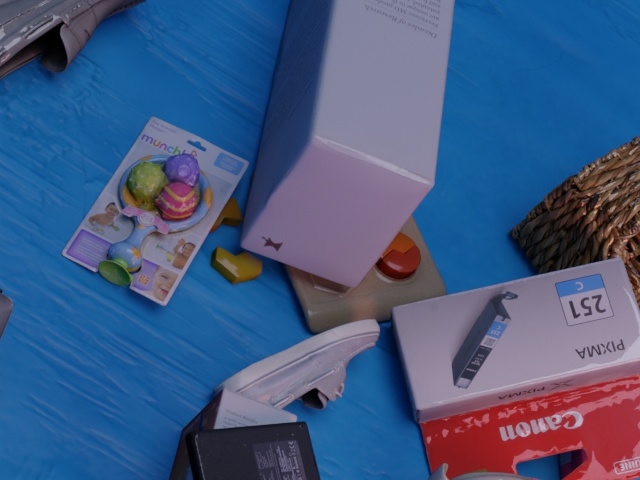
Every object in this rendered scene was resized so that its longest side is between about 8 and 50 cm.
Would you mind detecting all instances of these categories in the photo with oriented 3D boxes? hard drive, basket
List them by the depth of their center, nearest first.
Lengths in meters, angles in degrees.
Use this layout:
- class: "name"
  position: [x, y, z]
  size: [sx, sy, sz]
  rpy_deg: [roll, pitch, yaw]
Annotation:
- class: "hard drive"
  position: [-0.067, 0.237, 1.566]
  size: [0.135, 0.022, 0.094]
  rpy_deg: [-1, 64, -30]
- class: "basket"
  position: [0.451, -0.014, 2.030]
  size: [0.299, 0.213, 0.223]
  rpy_deg: [-23, 75, -35]

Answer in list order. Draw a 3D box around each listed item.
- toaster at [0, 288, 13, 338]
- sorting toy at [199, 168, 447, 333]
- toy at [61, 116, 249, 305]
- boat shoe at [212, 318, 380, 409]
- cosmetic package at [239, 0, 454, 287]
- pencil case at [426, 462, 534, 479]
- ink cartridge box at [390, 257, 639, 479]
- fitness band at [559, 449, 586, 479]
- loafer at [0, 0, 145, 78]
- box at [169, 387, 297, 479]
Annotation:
- class: "toaster"
  position: [-0.428, 0.094, 1.537]
  size: [0.168, 0.185, 0.110]
  rpy_deg: [28, 56, -21]
- class: "sorting toy"
  position: [0.000, 0.000, 1.891]
  size: [0.307, 0.041, 0.229]
  rpy_deg: [-9, 67, -32]
- class: "toy"
  position: [-0.190, -0.049, 1.798]
  size: [0.137, 0.056, 0.237]
  rpy_deg: [26, 58, 3]
- class: "boat shoe"
  position: [-0.017, 0.162, 1.775]
  size: [0.227, 0.079, 0.081]
  rpy_deg: [-23, 82, -29]
- class: "cosmetic package"
  position: [0.044, -0.197, 1.881]
  size: [0.161, 0.230, 0.453]
  rpy_deg: [21, 50, -13]
- class: "pencil case"
  position: [0.179, 0.456, 1.652]
  size: [0.183, 0.160, 0.410]
  rpy_deg: [26, 53, -31]
- class: "ink cartridge box"
  position: [0.257, 0.176, 1.831]
  size: [0.296, 0.066, 0.261]
  rpy_deg: [-13, 66, -2]
- class: "fitness band"
  position: [0.405, 0.301, 1.928]
  size: [0.209, 0.054, 0.291]
  rpy_deg: [14, 59, -21]
- class: "loafer"
  position: [-0.325, -0.254, 1.829]
  size: [0.319, 0.112, 0.111]
  rpy_deg: [-27, 83, -28]
- class: "box"
  position: [-0.105, 0.268, 1.627]
  size: [0.091, 0.130, 0.170]
  rpy_deg: [23, 54, -15]
